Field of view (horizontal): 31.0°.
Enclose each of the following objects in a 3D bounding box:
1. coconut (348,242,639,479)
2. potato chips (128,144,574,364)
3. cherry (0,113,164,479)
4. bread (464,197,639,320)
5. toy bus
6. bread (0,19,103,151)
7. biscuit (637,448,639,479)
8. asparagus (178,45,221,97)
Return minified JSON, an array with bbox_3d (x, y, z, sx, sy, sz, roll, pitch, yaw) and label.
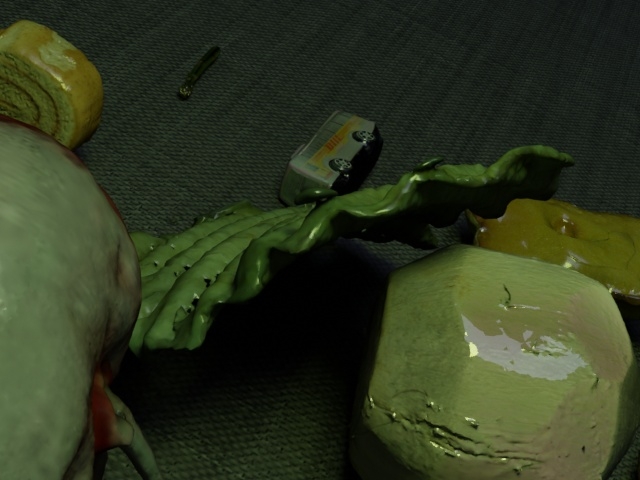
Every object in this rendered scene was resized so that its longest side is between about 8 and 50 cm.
[{"bbox_3d":[0.143,0.125,0.911,0.230,0.227,0.227,14,35,-3],"label":"coconut"},{"bbox_3d":[-0.007,0.001,0.961,0.389,0.373,0.097,-18,94,-39],"label":"potato chips"},{"bbox_3d":[-0.263,0.081,0.684,0.335,0.291,0.326,-13,57,-17],"label":"cherry"},{"bbox_3d":[0.262,0.023,1.236,0.233,0.088,0.161,15,31,-9],"label":"bread"},{"bbox_3d":[0.012,-0.083,1.247,0.072,0.057,0.172,24,33,9],"label":"toy bus"},{"bbox_3d":[-0.277,-0.142,1.087,0.149,0.122,0.073,30,31,5],"label":"bread"},{"bbox_3d":[0.473,0.280,1.038,0.394,0.070,0.350,36,34,14],"label":"biscuit"},{"bbox_3d":[-0.140,-0.196,1.335,0.018,0.015,0.127,23,35,0],"label":"asparagus"}]
